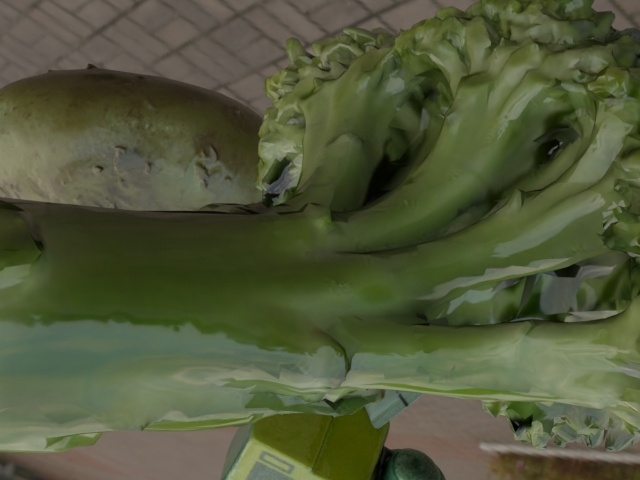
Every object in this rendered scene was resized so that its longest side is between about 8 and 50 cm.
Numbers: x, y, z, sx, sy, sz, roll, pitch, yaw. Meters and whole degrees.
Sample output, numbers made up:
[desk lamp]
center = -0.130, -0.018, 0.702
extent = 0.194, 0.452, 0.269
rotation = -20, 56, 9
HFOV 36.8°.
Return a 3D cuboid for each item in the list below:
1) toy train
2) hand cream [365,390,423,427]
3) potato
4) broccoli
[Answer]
[toy train]
center = -0.018, 0.319, 1.041
extent = 0.237, 0.150, 0.369
rotation = 28, 129, 0
[hand cream]
center = 0.040, 0.107, 1.018
extent = 0.205, 0.078, 0.050
rotation = 51, 174, 44
[potato]
center = -0.180, -0.078, 0.954
extent = 0.307, 0.173, 0.210
rotation = 8, -174, -15
[broccoli]
center = 0.000, 0.006, 0.450
extent = 0.397, 0.274, 0.353
rotation = -9, 171, -3
